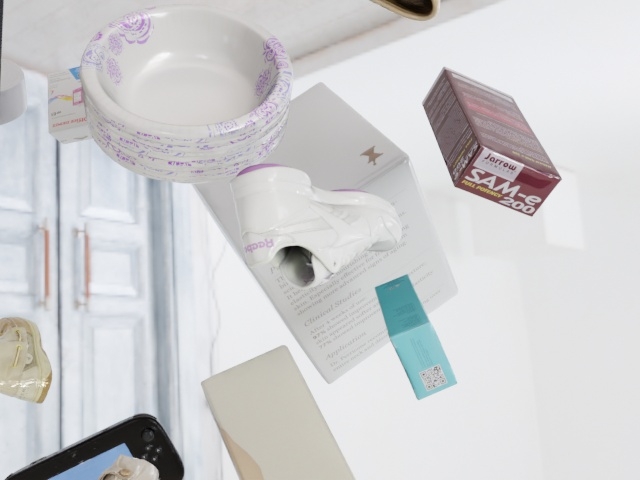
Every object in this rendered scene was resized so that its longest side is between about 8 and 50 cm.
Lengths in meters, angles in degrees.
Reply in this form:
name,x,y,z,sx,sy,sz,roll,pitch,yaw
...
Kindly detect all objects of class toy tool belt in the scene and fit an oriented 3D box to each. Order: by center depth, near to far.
name,x,y,z,sx,sy,sz,roll,pitch,yaw
toy tool belt,-0.154,0.211,0.603,0.052,0.083,0.051,17,-165,-11

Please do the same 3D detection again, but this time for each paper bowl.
name,x,y,z,sx,sy,sz,roll,pitch,yaw
paper bowl,-0.185,-0.193,1.105,0.285,0.284,0.148,-1,142,-11

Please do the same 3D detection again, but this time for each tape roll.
name,x,y,z,sx,sy,sz,roll,pitch,yaw
tape roll,-0.704,-0.299,1.568,0.219,0.219,0.072,-1,125,-12

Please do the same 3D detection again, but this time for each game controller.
name,x,y,z,sx,sy,sz,roll,pitch,yaw
game controller,-0.414,0.441,1.439,0.319,0.166,0.067,-25,-171,-3

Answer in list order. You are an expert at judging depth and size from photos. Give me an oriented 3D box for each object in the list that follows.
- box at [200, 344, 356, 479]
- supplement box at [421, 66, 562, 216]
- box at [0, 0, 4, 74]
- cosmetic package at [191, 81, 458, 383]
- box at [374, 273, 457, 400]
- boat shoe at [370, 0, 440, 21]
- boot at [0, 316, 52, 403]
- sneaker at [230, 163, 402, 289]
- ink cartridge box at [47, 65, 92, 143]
name,x,y,z,sx,sy,sz,roll,pitch,yaw
box,-0.028,0.299,0.953,0.121,0.311,0.148,-22,142,-12
supplement box,0.234,-0.145,1.110,0.130,0.239,0.073,19,122,-18
box,-0.546,-0.307,1.031,0.318,0.394,0.097,31,-146,24
cosmetic package,0.009,-0.014,1.508,0.329,0.327,0.393,-33,134,-6
box,0.134,0.132,1.152,0.060,0.100,0.244,-24,-168,4
boat shoe,0.038,-0.438,1.149,0.341,0.110,0.121,24,135,-16
boot,-0.613,0.199,1.415,0.204,0.095,0.262,16,-165,-37
sneaker,0.000,0.000,1.044,0.114,0.152,0.305,-20,158,39
ink cartridge box,-0.434,-0.243,1.403,0.089,0.122,0.052,-11,163,10
